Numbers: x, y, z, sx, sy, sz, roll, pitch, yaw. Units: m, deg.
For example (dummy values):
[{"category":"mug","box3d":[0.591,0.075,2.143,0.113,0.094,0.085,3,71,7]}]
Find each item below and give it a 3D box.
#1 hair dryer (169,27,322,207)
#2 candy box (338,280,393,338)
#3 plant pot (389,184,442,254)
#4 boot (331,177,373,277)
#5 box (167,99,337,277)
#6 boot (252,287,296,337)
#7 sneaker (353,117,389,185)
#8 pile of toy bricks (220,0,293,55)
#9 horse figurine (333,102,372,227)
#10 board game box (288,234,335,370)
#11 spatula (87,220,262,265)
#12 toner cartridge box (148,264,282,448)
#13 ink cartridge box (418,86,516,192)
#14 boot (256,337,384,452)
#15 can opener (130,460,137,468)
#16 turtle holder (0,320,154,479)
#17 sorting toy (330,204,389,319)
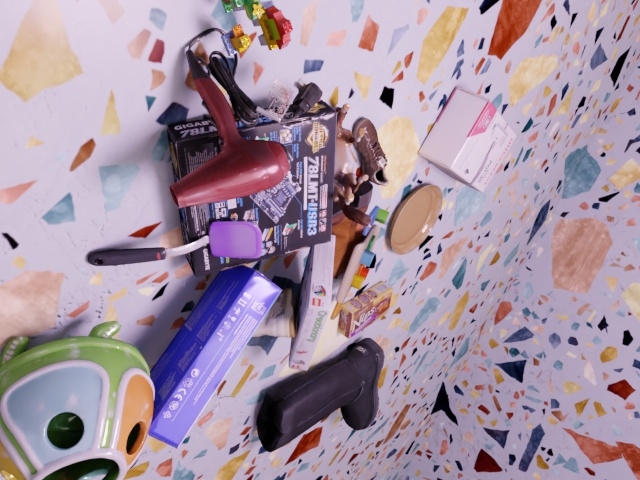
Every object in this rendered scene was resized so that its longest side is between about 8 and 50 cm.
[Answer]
[{"category":"hair dryer","box3d":[-0.145,-0.169,0.851,0.294,0.223,0.080,-67,-173,-21]},{"category":"candy box","box3d":[0.140,0.212,1.668,0.186,0.053,0.109,-27,137,-37]},{"category":"plant pot","box3d":[0.281,-0.066,1.619,0.236,0.032,0.237,-32,140,-32]},{"category":"boot","box3d":[0.000,0.000,1.315,0.264,0.096,0.281,-32,149,-40]},{"category":"box","box3d":[-0.116,-0.094,1.006,0.293,0.073,0.296,-17,132,-22]},{"category":"boot","box3d":[-0.141,0.168,1.247,0.164,0.213,0.077,-4,105,-4]},{"category":"sneaker","box3d":[0.130,-0.206,1.277,0.066,0.071,0.188,-43,145,-16]},{"category":"pile of toy bricks","box3d":[-0.115,-0.363,0.767,0.118,0.105,0.212,-38,125,-25]},{"category":"horse figurine","box3d":[0.049,-0.154,1.075,0.066,0.174,0.264,-5,91,-13]},{"category":"board game box","box3d":[-0.023,0.149,1.246,0.305,0.053,0.193,106,-9,-53]},{"category":"spatula","box3d":[-0.249,0.013,0.944,0.296,0.030,0.084,-9,129,-18]},{"category":"toner cartridge box","box3d":[-0.228,0.208,1.063,0.075,0.165,0.348,39,78,-25]},{"category":"ink cartridge box","box3d":[0.428,-0.277,1.539,0.283,0.117,0.207,16,106,-54]},{"category":"boot","box3d":[0.002,0.538,1.689,0.445,0.146,0.367,-23,125,-44]},{"category":"can opener","box3d":[-0.420,0.425,1.176,0.059,0.073,0.186,9,114,-11]},{"category":"turtle holder","box3d":[-0.429,0.289,0.863,0.320,0.227,0.244,6,124,-32]},{"category":"sorting toy","box3d":[0.114,0.067,1.460,0.196,0.047,0.348,-40,152,-64]}]
